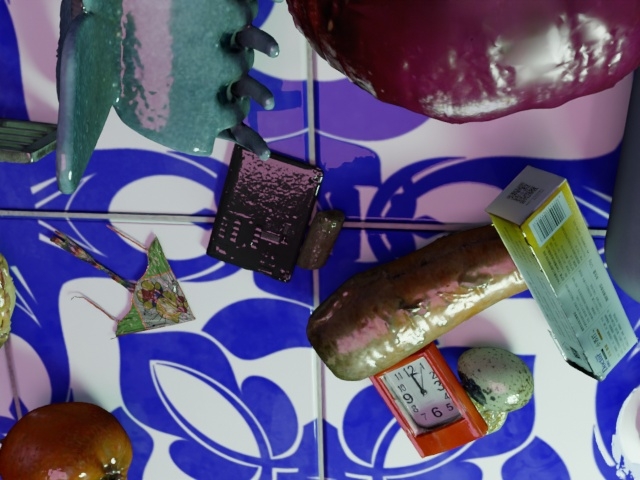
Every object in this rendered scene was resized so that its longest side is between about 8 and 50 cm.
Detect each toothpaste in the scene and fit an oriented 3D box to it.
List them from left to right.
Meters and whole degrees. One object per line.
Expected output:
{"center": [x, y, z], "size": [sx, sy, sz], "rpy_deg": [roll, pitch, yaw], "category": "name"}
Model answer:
{"center": [0.303, 0.050, 1.002], "size": [0.089, 0.071, 0.312], "rpy_deg": [-45, 126, -12], "category": "toothpaste"}

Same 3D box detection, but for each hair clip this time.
{"center": [-0.177, -0.253, 0.931], "size": [0.239, 0.392, 0.318], "rpy_deg": [0, 112, -18], "category": "hair clip"}

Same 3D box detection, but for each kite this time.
{"center": [-0.294, 0.062, 1.216], "size": [0.244, 0.006, 0.198], "rpy_deg": [30, 114, -4], "category": "kite"}

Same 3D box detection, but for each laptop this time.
{"center": [-0.079, -0.037, 1.134], "size": [0.129, 0.016, 0.180], "rpy_deg": [18, 113, 1], "category": "laptop"}

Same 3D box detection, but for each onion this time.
{"center": [0.165, -0.248, 0.825], "size": [0.399, 0.398, 0.420], "rpy_deg": [-2, 145, 11], "category": "onion"}

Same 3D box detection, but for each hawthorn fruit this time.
{"center": [-0.406, 0.336, 1.258], "size": [0.226, 0.196, 0.196], "rpy_deg": [14, 114, 21], "category": "hawthorn fruit"}

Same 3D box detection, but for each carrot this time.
{"center": [0.127, 0.079, 1.086], "size": [0.302, 0.138, 0.138], "rpy_deg": [-24, 106, 8], "category": "carrot"}

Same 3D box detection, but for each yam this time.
{"center": [0.000, 0.000, 1.120], "size": [0.043, 0.043, 0.094], "rpy_deg": [21, 115, 1], "category": "yam"}

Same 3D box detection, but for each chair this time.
{"center": [-0.483, -0.190, 1.074], "size": [0.271, 0.136, 0.147], "rpy_deg": [2, 113, 11], "category": "chair"}

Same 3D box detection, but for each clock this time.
{"center": [0.154, 0.220, 1.167], "size": [0.113, 0.061, 0.155], "rpy_deg": [-30, 96, 34], "category": "clock"}

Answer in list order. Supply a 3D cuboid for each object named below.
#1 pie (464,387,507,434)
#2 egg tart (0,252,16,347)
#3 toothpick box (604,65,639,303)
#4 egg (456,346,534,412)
{"center": [0.234, 0.245, 1.193], "size": [0.085, 0.017, 0.085], "rpy_deg": [4, 111, 11], "category": "pie"}
{"center": [-0.603, 0.085, 1.220], "size": [0.295, 0.116, 0.294], "rpy_deg": [3, 114, 7], "category": "egg tart"}
{"center": [0.453, -0.051, 0.905], "size": [0.263, 0.263, 0.354], "rpy_deg": [6, 114, 7], "category": "toothpick box"}
{"center": [0.241, 0.190, 1.133], "size": [0.110, 0.085, 0.085], "rpy_deg": [26, 114, 1], "category": "egg"}
